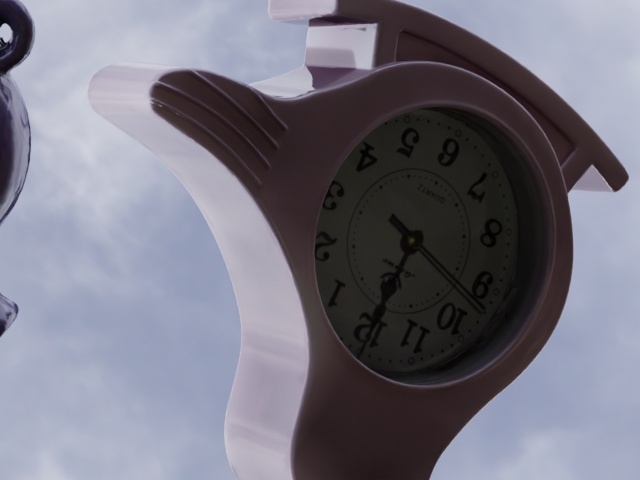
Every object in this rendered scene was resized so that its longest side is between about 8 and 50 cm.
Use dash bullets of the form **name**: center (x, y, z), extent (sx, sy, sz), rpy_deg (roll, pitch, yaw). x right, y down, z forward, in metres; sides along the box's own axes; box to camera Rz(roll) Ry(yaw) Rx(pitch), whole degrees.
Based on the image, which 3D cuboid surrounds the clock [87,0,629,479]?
- **clock**: center (0.000, 0.000, 0.974), extent (0.290, 0.080, 0.275), rpy_deg (32, -101, -28)

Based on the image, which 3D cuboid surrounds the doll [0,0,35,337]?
- **doll**: center (-0.148, 0.010, 0.494), extent (0.110, 0.067, 0.206), rpy_deg (43, -79, -10)
